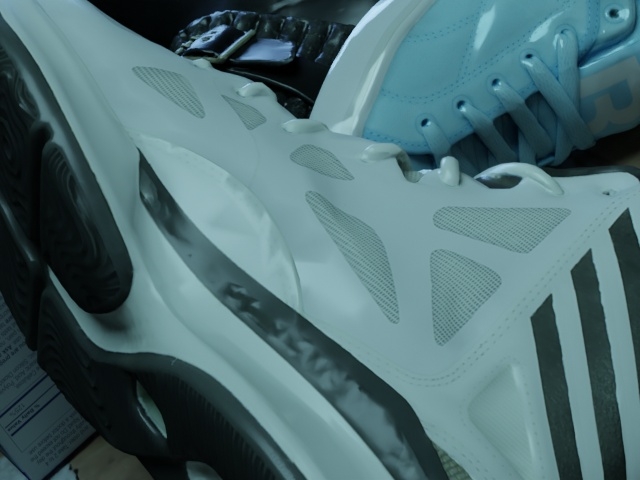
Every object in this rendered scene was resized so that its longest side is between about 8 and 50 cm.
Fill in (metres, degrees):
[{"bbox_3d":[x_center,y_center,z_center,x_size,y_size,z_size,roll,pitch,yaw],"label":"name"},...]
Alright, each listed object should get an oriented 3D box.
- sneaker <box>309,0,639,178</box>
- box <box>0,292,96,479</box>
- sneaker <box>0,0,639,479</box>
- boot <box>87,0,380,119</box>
[{"bbox_3d":[0.123,-0.098,0.882,0.150,0.135,0.366,14,57,38],"label":"sneaker"},{"bbox_3d":[-0.165,0.045,0.884,0.126,0.137,0.072,-41,36,-19],"label":"box"},{"bbox_3d":[0.000,0.001,0.753,0.257,0.169,0.447,-21,54,-27],"label":"sneaker"},{"bbox_3d":[-0.095,-0.095,1.020,0.348,0.131,0.260,6,47,38],"label":"boot"}]
